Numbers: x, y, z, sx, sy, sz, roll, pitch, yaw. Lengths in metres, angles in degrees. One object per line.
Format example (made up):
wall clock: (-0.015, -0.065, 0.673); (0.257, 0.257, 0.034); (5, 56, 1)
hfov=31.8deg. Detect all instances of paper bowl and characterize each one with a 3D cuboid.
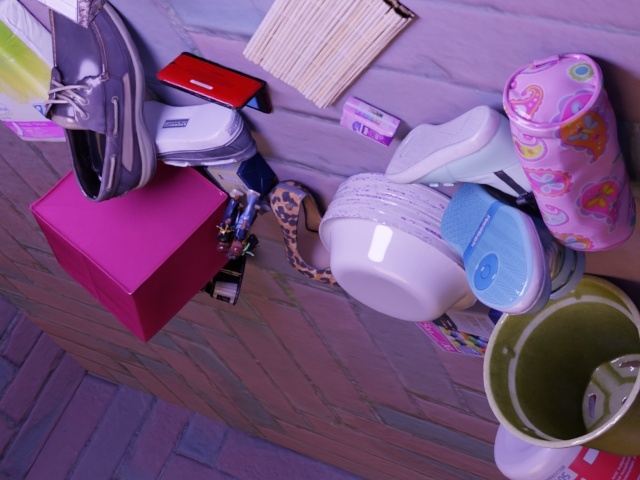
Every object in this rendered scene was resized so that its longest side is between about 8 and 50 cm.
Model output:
paper bowl: (0.130, 0.028, 1.824); (0.284, 0.148, 0.284); (23, 158, 10)

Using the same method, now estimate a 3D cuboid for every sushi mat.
sushi mat: (0.000, -0.268, 1.478); (0.151, 0.019, 0.316); (32, 159, -9)

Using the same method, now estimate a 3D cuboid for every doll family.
doll family: (-0.142, -0.020, 1.933); (0.076, 0.111, 0.193); (20, 167, 7)

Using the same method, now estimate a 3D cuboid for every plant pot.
plant pot: (0.443, 0.226, 1.791); (0.276, 0.276, 0.254); (6, 161, 44)

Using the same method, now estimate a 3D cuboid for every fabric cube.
fabric cube: (-0.336, -0.017, 2.062); (0.259, 0.254, 0.258); (39, 162, 15)

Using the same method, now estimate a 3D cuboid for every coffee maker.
coffee maker: (-0.243, 0.038, 2.318); (0.178, 0.171, 0.120); (9, -177, -8)

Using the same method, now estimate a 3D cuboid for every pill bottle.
pill bottle: (0.553, 0.444, 2.150); (0.407, 0.229, 0.229); (34, 158, -15)

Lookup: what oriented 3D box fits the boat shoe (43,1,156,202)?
boat shoe: (-0.350, -0.214, 1.738); (0.132, 0.130, 0.355); (9, 127, 31)

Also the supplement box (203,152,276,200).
supplement box: (-0.138, -0.118, 1.932); (0.083, 0.056, 0.083); (11, 154, 36)

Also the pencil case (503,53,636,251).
pencil case: (0.306, -0.100, 1.363); (0.124, 0.124, 0.284); (13, 155, 32)

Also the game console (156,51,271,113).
game console: (-0.159, -0.219, 1.698); (0.144, 0.124, 0.085); (21, 131, 15)

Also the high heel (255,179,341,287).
high heel: (0.000, 0.000, 1.977); (0.261, 0.093, 0.186); (43, 162, -14)

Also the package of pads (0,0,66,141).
package of pads: (-0.522, -0.290, 1.944); (0.229, 0.101, 0.296); (6, 149, 41)

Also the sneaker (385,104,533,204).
sneaker: (0.200, -0.093, 1.535); (0.151, 0.094, 0.256); (33, 160, -21)

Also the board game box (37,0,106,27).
board game box: (-0.346, -0.429, 1.356); (0.232, 0.141, 0.291); (28, 159, -2)

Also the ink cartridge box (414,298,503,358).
ink cartridge box: (0.303, 0.153, 2.022); (0.311, 0.065, 0.186); (2, 147, 45)

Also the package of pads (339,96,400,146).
package of pads: (0.070, -0.168, 1.603); (0.083, 0.032, 0.050); (26, 161, 4)

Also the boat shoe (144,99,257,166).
boat shoe: (-0.232, -0.168, 1.879); (0.301, 0.108, 0.102); (0, 145, 37)

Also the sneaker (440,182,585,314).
sneaker: (0.301, 0.033, 1.545); (0.208, 0.127, 0.319); (26, -161, -18)
